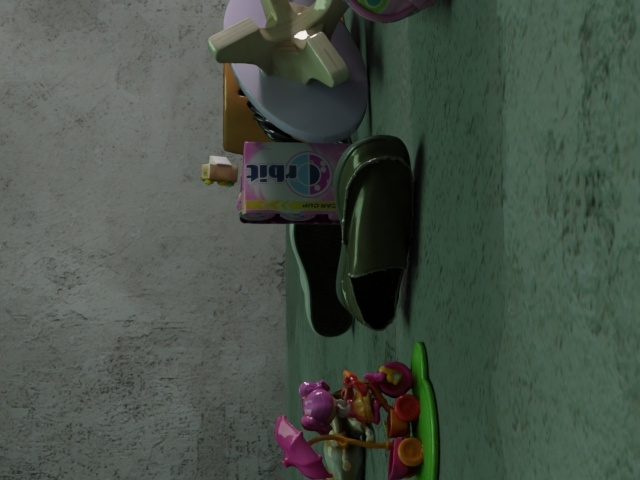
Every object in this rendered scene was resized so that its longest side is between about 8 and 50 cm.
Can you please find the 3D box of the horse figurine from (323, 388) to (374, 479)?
[{"bbox_3d":[0.035,0.320,1.793,0.174,0.066,0.263,-119,26,-67],"label":"horse figurine"}]

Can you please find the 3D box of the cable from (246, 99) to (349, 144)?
[{"bbox_3d":[-0.038,-0.170,1.953,0.047,0.185,0.150,-59,8,29],"label":"cable"}]

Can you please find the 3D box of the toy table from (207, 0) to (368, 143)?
[{"bbox_3d":[-0.034,-0.284,1.713,0.274,0.252,0.161,45,165,15],"label":"toy table"}]

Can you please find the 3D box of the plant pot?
[{"bbox_3d":[-0.068,-0.256,2.149,0.291,0.204,0.290,-179,90,-85],"label":"plant pot"}]

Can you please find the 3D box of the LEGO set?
[{"bbox_3d":[-0.065,-0.076,1.931,0.287,0.132,0.107,-17,-51,-52],"label":"LEGO set"}]

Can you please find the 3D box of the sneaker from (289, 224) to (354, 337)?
[{"bbox_3d":[0.000,0.000,1.923,0.123,0.106,0.290,-105,15,-62],"label":"sneaker"}]

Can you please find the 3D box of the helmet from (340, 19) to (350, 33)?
[{"bbox_3d":[-0.024,-0.286,1.919,0.169,0.170,0.161,-100,24,-62],"label":"helmet"}]

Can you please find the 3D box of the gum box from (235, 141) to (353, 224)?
[{"bbox_3d":[-0.028,-0.082,1.778,0.062,0.189,0.107,111,159,-75],"label":"gum box"}]

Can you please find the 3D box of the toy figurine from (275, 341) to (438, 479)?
[{"bbox_3d":[0.032,0.188,1.289,0.130,0.159,0.173,101,169,-64],"label":"toy figurine"}]

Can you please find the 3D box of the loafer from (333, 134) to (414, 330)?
[{"bbox_3d":[0.068,-0.002,1.373,0.087,0.094,0.251,-115,19,-50],"label":"loafer"}]

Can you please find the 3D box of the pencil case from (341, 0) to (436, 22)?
[{"bbox_3d":[0.058,-0.297,1.278,0.284,0.124,0.124,-106,17,-74],"label":"pencil case"}]
